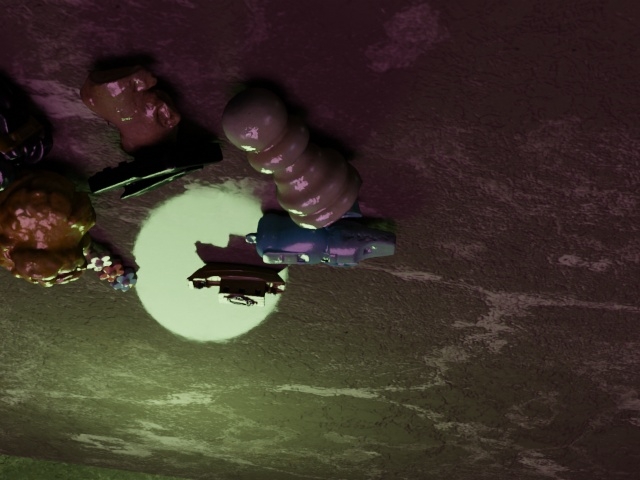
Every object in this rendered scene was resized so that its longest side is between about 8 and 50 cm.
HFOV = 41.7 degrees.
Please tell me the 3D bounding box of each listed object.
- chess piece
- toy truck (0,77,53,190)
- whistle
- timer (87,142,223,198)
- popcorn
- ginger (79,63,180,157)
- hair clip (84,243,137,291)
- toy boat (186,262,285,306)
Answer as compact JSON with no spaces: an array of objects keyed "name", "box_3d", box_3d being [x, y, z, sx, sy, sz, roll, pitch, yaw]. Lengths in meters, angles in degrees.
[{"name":"chess piece","box_3d":[-0.054,-0.137,1.296,0.133,0.133,0.243,-16,135,32]},{"name":"toy truck","box_3d":[-0.554,-0.162,1.333,0.224,0.147,0.165,-15,115,26]},{"name":"whistle","box_3d":[0.000,0.000,1.527,0.274,0.093,0.186,2,148,1]},{"name":"timer","box_3d":[-0.265,-0.112,1.359,0.187,0.055,0.144,-14,-175,31]},{"name":"popcorn","box_3d":[-0.504,-0.015,1.490,0.226,0.203,0.200,-16,150,16]},{"name":"ginger","box_3d":[-0.277,-0.189,1.286,0.138,0.074,0.213,8,148,18]},{"name":"hair clip","box_3d":[-0.438,0.055,1.728,0.062,0.056,0.214,-35,139,3]},{"name":"toy boat","box_3d":[-0.173,0.093,1.715,0.201,0.077,0.057,6,149,1]}]
